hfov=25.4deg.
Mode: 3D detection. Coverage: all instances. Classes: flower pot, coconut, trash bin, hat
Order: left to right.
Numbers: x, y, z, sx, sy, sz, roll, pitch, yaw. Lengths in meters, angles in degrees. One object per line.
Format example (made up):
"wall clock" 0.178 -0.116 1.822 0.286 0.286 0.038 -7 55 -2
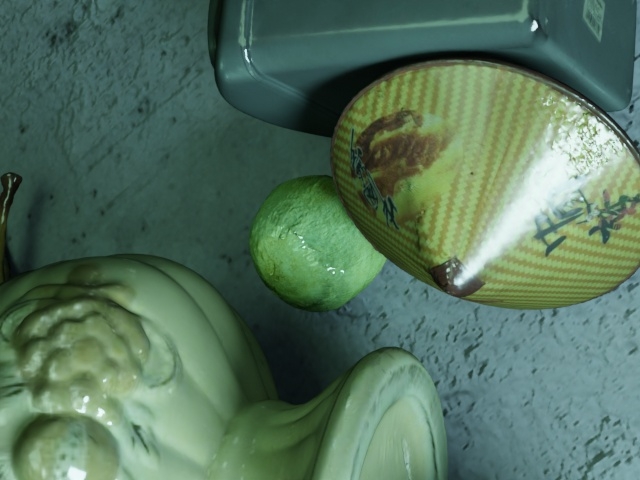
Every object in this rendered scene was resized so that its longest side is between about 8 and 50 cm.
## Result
"flower pot" -0.069 0.155 0.810 0.244 0.307 0.308 2 82 19
"coconut" 0.000 0.000 0.912 0.087 0.096 0.088 15 126 21
"trash bin" 0.051 -0.126 0.845 0.236 0.176 0.101 -1 77 32
"hat" 0.083 -0.003 0.780 0.193 0.193 0.082 -8 39 34

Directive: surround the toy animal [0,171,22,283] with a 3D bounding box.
"toy animal" -0.231 0.063 1.077 0.149 0.054 0.275 -45 56 15
